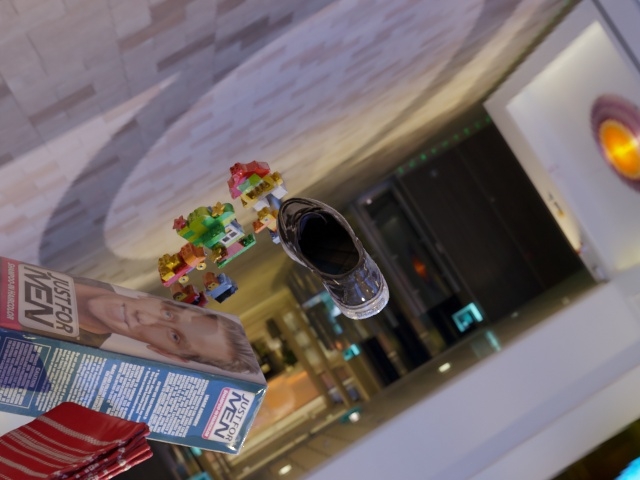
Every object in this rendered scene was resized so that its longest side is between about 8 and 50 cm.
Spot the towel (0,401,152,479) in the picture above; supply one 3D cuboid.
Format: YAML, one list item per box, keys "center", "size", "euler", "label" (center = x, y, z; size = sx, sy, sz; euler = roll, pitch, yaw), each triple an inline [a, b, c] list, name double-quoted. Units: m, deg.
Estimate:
- center: [-0.303, 0.216, 0.823]
  size: [0.275, 0.031, 0.199]
  euler: [-23, -167, -35]
  label: "towel"

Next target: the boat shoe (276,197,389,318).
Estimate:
- center: [0.000, 0.000, 1.051]
  size: [0.080, 0.076, 0.228]
  euler: [-30, -142, -2]
  label: "boat shoe"

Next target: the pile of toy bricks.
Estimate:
- center: [-0.138, -0.008, 1.179]
  size: [0.212, 0.118, 0.105]
  euler: [-37, 137, 15]
  label: "pile of toy bricks"

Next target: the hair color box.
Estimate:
- center: [-0.250, 0.126, 1.070]
  size: [0.105, 0.347, 0.174]
  euler: [-65, -154, 17]
  label: "hair color box"
